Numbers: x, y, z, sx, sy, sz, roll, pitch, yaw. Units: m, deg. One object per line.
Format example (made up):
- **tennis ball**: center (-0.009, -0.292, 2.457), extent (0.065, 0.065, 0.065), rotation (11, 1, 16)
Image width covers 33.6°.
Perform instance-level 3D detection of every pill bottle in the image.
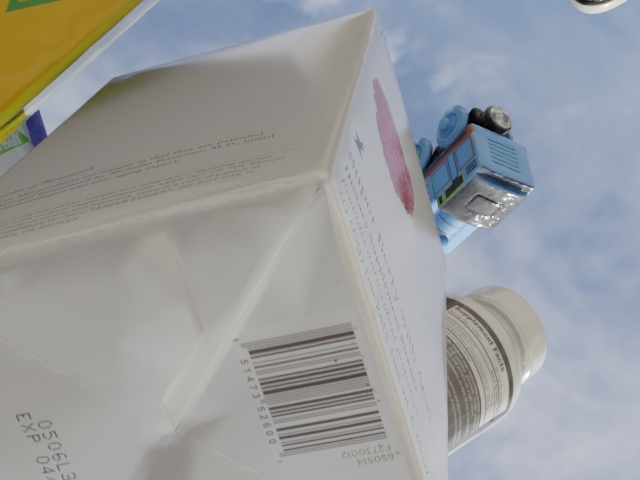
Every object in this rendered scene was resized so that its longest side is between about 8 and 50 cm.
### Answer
- **pill bottle**: center (0.125, 0.167, 1.260), extent (0.318, 0.176, 0.176), rotation (-23, -117, -39)

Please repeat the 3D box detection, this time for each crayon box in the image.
- **crayon box**: center (-0.151, -0.153, 0.640), extent (0.318, 0.202, 0.081), rotation (-46, -76, -13)

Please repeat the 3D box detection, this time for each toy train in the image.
- **toy train**: center (0.114, -0.043, 0.974), extent (0.080, 0.184, 0.105), rotation (22, -136, -25)

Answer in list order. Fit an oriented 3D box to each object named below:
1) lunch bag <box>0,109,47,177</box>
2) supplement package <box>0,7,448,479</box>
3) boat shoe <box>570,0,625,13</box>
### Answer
- **lunch bag**: center (-0.472, -0.026, 0.922), extent (0.328, 0.385, 0.239), rotation (23, -146, -45)
- **supplement package**: center (-0.039, 0.014, 0.528), extent (0.175, 0.177, 0.293), rotation (-13, -158, 12)
- **boat shoe**: center (0.192, -0.178, 0.599), extent (0.125, 0.038, 0.046), rotation (-32, -117, 5)
